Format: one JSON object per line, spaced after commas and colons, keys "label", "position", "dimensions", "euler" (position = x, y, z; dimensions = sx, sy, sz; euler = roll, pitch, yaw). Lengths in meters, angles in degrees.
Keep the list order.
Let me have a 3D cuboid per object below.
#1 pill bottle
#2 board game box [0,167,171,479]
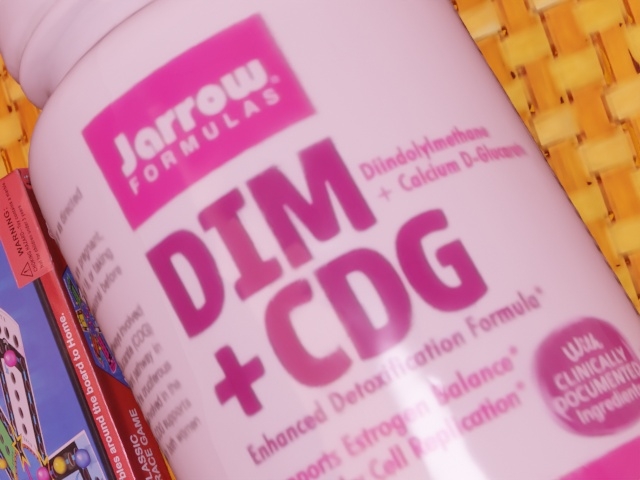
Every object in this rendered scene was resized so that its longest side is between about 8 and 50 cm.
{"label": "pill bottle", "position": [0.000, 0.000, 0.541], "dimensions": [0.160, 0.160, 0.283], "euler": [-37, 75, 29]}
{"label": "board game box", "position": [-0.127, 0.125, 0.710], "dimensions": [0.145, 0.027, 0.281], "euler": [-28, 79, 32]}
